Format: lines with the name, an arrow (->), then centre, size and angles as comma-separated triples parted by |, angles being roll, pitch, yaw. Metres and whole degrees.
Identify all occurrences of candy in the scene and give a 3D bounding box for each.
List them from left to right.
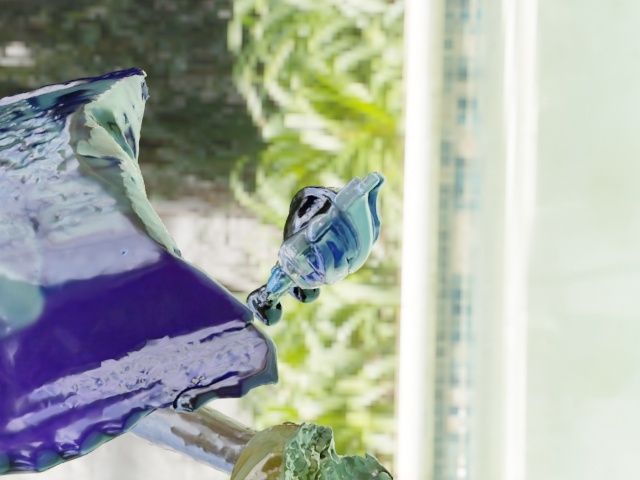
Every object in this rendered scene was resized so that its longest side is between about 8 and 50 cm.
candy -> -0.114, 0.000, 0.662 | 0.275, 0.145, 0.070 | -119, 17, -57

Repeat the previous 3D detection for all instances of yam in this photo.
yam -> -0.144, 0.152, 1.480 | 0.057, 0.241, 0.057 | -28, -55, -48

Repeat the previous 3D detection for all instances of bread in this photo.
bread -> -0.014, 0.194, 0.923 | 0.128, 0.088, 0.232 | 49, -156, -18

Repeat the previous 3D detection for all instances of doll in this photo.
doll -> 0.000, 0.000, 1.250 | 0.096, 0.070, 0.195 | -39, -8, -33
